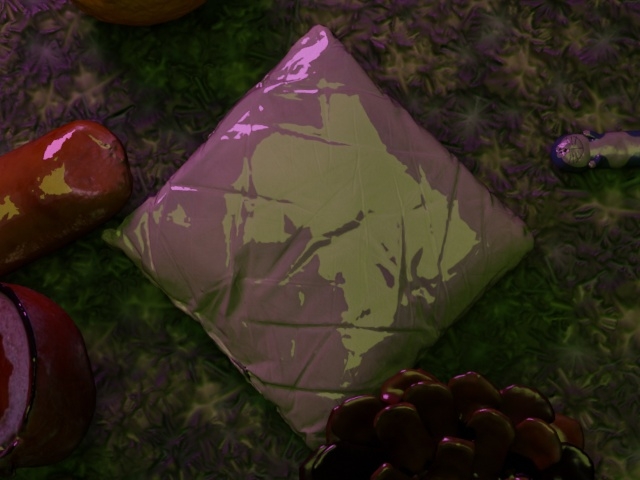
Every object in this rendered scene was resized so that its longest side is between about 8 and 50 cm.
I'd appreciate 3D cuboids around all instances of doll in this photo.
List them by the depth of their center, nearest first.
[{"bbox_3d":[0.266,-0.080,1.760,0.125,0.027,0.037,-4,73,4],"label":"doll"}]

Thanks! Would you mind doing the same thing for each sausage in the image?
[{"bbox_3d":[-0.290,-0.015,1.750,0.270,0.109,0.109,-27,80,-1],"label":"sausage"}]

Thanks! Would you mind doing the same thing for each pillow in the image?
[{"bbox_3d":[0.000,-0.002,1.745,0.281,0.076,0.274,45,92,5],"label":"pillow"}]

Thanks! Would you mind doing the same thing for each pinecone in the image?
[{"bbox_3d":[0.101,0.215,1.610,0.264,0.264,0.264,-1,80,4],"label":"pinecone"}]

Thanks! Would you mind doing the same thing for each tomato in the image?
[{"bbox_3d":[-0.282,0.132,1.699,0.214,0.155,0.181,-5,78,31],"label":"tomato"}]

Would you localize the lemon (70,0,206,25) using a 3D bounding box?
[{"bbox_3d":[-0.165,-0.261,1.766,0.187,0.142,0.142,-12,80,7],"label":"lemon"}]

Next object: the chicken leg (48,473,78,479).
[{"bbox_3d":[-0.259,0.296,1.719,0.085,0.069,0.198,37,92,11],"label":"chicken leg"}]
